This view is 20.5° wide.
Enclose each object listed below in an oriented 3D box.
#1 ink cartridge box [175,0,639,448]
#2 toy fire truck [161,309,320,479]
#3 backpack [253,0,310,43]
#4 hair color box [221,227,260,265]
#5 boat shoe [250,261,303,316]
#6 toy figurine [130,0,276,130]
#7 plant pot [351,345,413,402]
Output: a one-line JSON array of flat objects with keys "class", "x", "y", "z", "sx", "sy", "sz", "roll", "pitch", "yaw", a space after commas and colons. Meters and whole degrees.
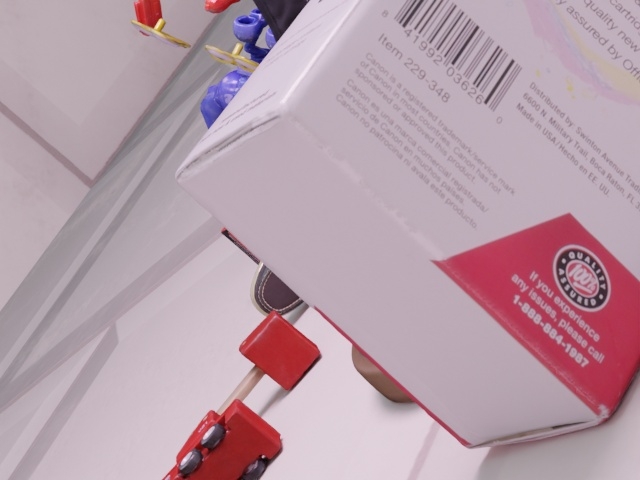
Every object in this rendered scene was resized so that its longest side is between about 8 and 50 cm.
[{"class": "ink cartridge box", "x": 0.105, "y": -0.079, "z": 0.929, "sx": 0.306, "sy": 0.226, "sz": 0.131, "roll": -55, "pitch": 15, "yaw": -31}, {"class": "toy fire truck", "x": -0.077, "y": 0.148, "z": 1.291, "sx": 0.192, "sy": 0.047, "sz": 0.135, "roll": -48, "pitch": 11, "yaw": 7}, {"class": "backpack", "x": 0.073, "y": -0.237, "z": 1.399, "sx": 0.213, "sy": 0.263, "sz": 0.276, "roll": -29, "pitch": -17, "yaw": -51}, {"class": "hair color box", "x": -0.025, "y": -0.015, "z": 1.558, "sx": 0.043, "sy": 0.072, "sz": 0.141, "roll": -54, "pitch": 13, "yaw": -28}, {"class": "boat shoe", "x": 0.000, "y": 0.000, "z": 1.461, "sx": 0.152, "sy": 0.056, "sz": 0.049, "roll": -51, "pitch": 7, "yaw": -11}, {"class": "toy figurine", "x": 0.004, "y": -0.118, "z": 1.665, "sx": 0.362, "sy": 0.217, "sz": 0.191, "roll": 20, "pitch": 43, "yaw": 31}, {"class": "plant pot", "x": 0.081, "y": -0.021, "z": 1.116, "sx": 0.237, "sy": 0.110, "sz": 0.237, "roll": -47, "pitch": 12, "yaw": 13}]
